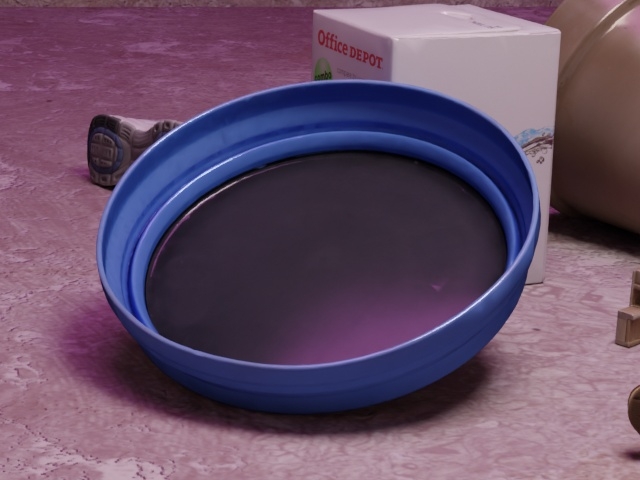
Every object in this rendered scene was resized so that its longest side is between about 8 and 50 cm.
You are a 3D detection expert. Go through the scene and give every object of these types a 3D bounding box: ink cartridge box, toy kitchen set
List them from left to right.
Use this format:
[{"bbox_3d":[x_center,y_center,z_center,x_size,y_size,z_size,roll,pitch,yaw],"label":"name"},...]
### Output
[{"bbox_3d":[0.113,-0.102,1.738,0.197,0.270,0.198,-5,17,-24],"label":"ink cartridge box"},{"bbox_3d":[0.331,0.064,1.550,0.075,0.068,0.083,17,22,42],"label":"toy kitchen set"}]

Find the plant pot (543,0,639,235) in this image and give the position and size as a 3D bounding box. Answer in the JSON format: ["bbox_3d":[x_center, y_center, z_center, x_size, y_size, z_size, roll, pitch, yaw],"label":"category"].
[{"bbox_3d":[0.417,-0.121,1.853,0.323,0.323,0.280,-10,36,-36],"label":"plant pot"}]

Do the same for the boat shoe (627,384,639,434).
[{"bbox_3d":[0.327,0.142,1.305,0.178,0.064,0.060,8,11,-2],"label":"boat shoe"}]

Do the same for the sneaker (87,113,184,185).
[{"bbox_3d":[-0.164,-0.102,2.012,0.129,0.111,0.297,-4,17,-39],"label":"sneaker"}]

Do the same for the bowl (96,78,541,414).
[{"bbox_3d":[0.000,0.000,1.464,0.391,0.077,0.391,-6,40,5],"label":"bowl"}]
